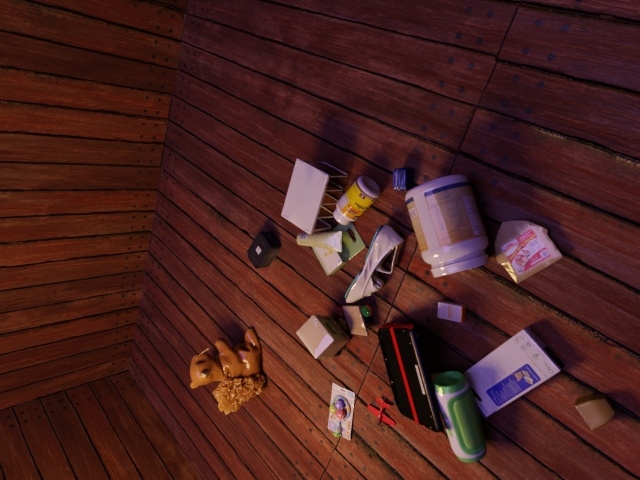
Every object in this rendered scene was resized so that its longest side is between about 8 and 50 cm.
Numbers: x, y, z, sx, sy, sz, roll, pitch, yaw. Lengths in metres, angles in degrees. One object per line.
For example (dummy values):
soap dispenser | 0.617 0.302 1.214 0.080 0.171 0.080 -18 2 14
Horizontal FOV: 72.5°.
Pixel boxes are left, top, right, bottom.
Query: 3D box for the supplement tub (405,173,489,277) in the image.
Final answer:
supplement tub | 0.441 -0.047 1.512 0.228 0.228 0.316 -21 81 42

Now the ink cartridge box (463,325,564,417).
ink cartridge box | 0.642 0.455 1.502 0.165 0.065 0.332 55 126 23

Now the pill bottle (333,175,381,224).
pill bottle | 0.147 -0.163 1.841 0.215 0.117 0.117 -48 64 36

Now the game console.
game console | 0.341 0.510 1.680 0.342 0.060 0.386 146 110 -72

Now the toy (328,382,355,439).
toy | 0.085 0.815 2.062 0.137 0.056 0.237 12 103 40

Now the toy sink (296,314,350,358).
toy sink | 0.029 0.435 1.985 0.131 0.234 0.153 -47 61 9

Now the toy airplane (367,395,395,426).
toy airplane | 0.267 0.748 1.905 0.151 0.028 0.151 7 100 40

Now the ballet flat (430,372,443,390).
ballet flat | 0.489 0.614 1.655 0.073 0.080 0.232 -32 75 25

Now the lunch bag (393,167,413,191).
lunch bag | 0.321 -0.236 1.707 0.065 0.067 0.098 7 101 42

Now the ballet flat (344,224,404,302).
ballet flat | 0.226 0.126 1.812 0.139 0.139 0.400 40 119 32

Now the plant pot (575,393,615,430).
plant pot | 0.837 0.510 1.321 0.083 0.081 0.081 -40 68 25

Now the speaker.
speaker | 0.494 0.622 1.547 0.131 0.131 0.296 -12 100 43

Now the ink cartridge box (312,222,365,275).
ink cartridge box | 0.075 0.026 1.976 0.235 0.056 0.171 -45 65 39

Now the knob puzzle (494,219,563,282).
knob puzzle | 0.668 0.017 1.445 0.213 0.030 0.213 7 101 42

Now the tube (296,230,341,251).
tube | 0.000 0.000 1.972 0.240 0.062 0.070 3 137 39

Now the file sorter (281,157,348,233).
file sorter | -0.020 -0.200 1.952 0.193 0.173 0.277 34 117 34

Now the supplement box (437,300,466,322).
supplement box | 0.491 0.265 1.633 0.098 0.036 0.062 7 100 42

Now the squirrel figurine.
squirrel figurine | -0.511 0.731 2.384 0.281 0.370 0.397 -38 70 38

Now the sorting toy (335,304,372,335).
sorting toy | 0.161 0.345 1.923 0.274 0.046 0.132 -14 95 61

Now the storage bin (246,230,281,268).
storage bin | -0.299 0.050 2.301 0.122 0.084 0.180 53 127 25
